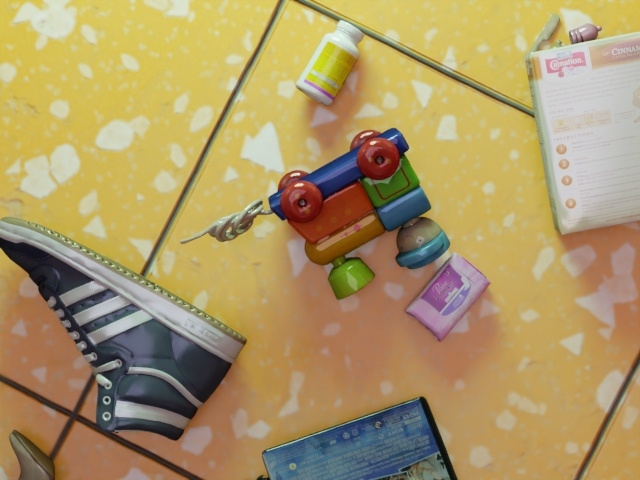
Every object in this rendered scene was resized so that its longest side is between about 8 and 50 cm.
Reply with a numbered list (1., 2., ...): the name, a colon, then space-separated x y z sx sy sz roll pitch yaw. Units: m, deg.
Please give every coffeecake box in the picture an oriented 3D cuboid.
1. coffeecake box: 0.293 -0.111 1.425 0.142 0.068 0.186 -10 96 3

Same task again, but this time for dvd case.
1. dvd case: 0.066 0.300 1.410 0.180 0.022 0.253 -18 72 -10

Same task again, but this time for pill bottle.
1. pill bottle: 0.012 -0.185 1.466 0.043 0.043 0.083 31 90 4

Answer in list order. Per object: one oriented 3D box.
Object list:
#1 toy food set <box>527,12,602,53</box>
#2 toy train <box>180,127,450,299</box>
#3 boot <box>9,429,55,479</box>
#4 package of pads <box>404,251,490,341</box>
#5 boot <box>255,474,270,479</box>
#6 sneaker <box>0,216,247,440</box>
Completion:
1. toy food set: 0.280 -0.183 1.464 0.122 0.019 0.078 32 90 4
2. toy train: 0.000 0.000 1.440 0.248 0.105 0.143 -29 100 2
3. boot: -0.306 0.267 1.469 0.118 0.042 0.087 45 93 4
4. package of pads: 0.131 0.058 1.457 0.050 0.032 0.083 40 90 2
5. boot: -0.026 0.289 1.451 0.099 0.045 0.121 -25 80 0
6. sneaker: -0.233 0.097 1.443 0.282 0.099 0.153 29 88 1
